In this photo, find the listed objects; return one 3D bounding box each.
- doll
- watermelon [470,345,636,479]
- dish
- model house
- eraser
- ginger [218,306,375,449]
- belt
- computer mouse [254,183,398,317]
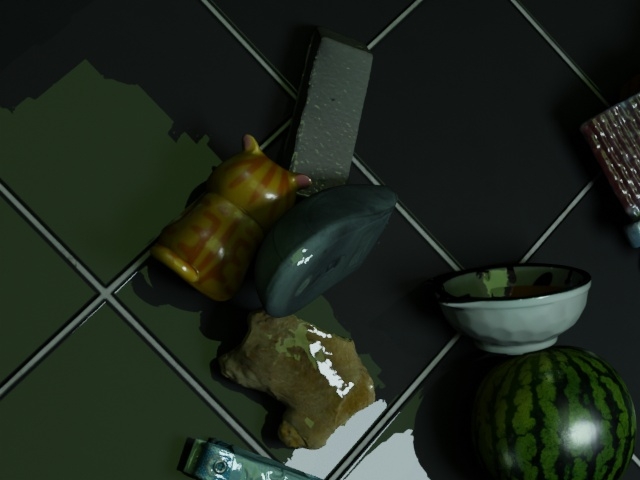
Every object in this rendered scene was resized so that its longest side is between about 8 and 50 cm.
[{"bbox_3d":[-0.155,-0.027,1.678,0.167,0.162,0.269,38,71,-12],"label":"doll"},{"bbox_3d":[0.399,0.318,1.729,0.285,0.285,0.285,3,78,-17],"label":"watermelon"},{"bbox_3d":[0.337,0.124,1.770,0.303,0.303,0.120,-10,100,-20],"label":"dish"},{"bbox_3d":[0.676,-0.170,1.912,0.339,0.297,0.360,-28,90,-17],"label":"model house"},{"bbox_3d":[0.011,-0.229,1.817,0.111,0.077,0.352,17,74,-17],"label":"eraser"},{"bbox_3d":[-0.038,0.234,1.686,0.276,0.130,0.221,14,92,-5],"label":"ginger"},{"bbox_3d":[-0.077,0.404,1.662,0.302,0.087,0.072,23,86,-12],"label":"belt"},{"bbox_3d":[0.000,0.000,1.663,0.122,0.188,0.371,41,34,17],"label":"computer mouse"}]
